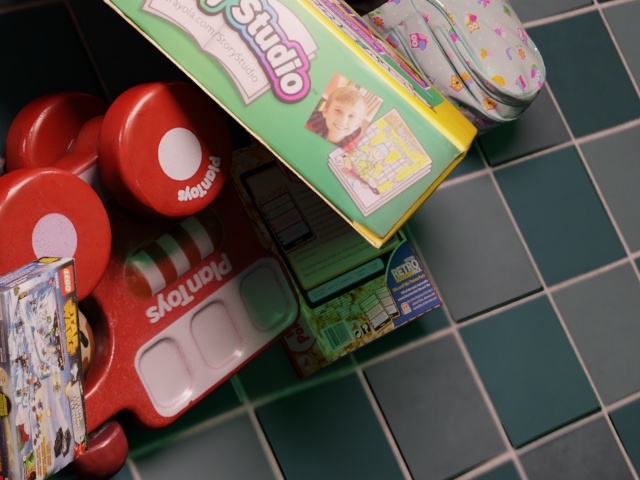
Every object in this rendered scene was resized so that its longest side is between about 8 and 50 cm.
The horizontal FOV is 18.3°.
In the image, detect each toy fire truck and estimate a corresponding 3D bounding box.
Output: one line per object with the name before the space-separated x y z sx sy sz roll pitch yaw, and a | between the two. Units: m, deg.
toy fire truck | -0.163 0.035 1.464 0.302 0.169 0.254 -39 113 -33

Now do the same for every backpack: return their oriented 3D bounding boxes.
backpack | 0.116 -0.179 1.807 0.152 0.115 0.182 -38 96 -44

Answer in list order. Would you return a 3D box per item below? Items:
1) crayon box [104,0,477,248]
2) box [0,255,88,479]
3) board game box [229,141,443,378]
crayon box | -0.046 -0.161 1.526 0.363 0.106 0.313 42 9 1
box | -0.188 0.087 1.298 0.094 0.027 0.137 -30 120 -65
board game box | 0.000 0.000 1.677 0.146 0.045 0.193 -24 84 -41
